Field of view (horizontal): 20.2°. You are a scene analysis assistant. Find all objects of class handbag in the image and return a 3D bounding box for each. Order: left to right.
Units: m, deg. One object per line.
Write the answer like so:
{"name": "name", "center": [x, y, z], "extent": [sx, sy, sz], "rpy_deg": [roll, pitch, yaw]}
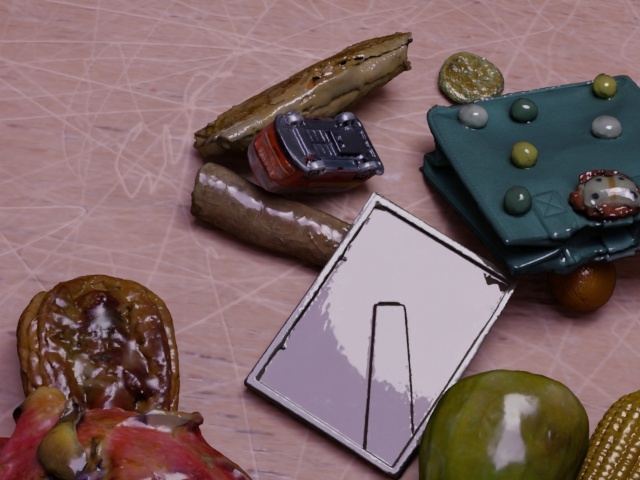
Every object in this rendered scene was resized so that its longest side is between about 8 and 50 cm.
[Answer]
{"name": "handbag", "center": [0.274, -0.084, 1.987], "extent": [0.268, 0.100, 0.274], "rpy_deg": [-9, 36, -15]}

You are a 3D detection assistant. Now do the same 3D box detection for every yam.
{"name": "yam", "center": [0.000, 0.000, 1.949], "extent": [0.299, 0.066, 0.066], "rpy_deg": [23, 54, 6]}

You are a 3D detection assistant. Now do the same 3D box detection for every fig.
{"name": "fig", "center": [0.160, 0.222, 1.764], "extent": [0.233, 0.167, 0.167], "rpy_deg": [-39, 69, -23]}

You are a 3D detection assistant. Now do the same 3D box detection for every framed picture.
{"name": "framed picture", "center": [0.067, 0.095, 1.873], "extent": [0.189, 0.023, 0.260], "rpy_deg": [31, 71, 8]}

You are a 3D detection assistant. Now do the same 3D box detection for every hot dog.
{"name": "hot dog", "center": [-0.222, 0.128, 1.799], "extent": [0.160, 0.099, 0.227], "rpy_deg": [-10, 60, -16]}

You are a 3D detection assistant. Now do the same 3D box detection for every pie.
{"name": "pie", "center": [-0.019, -0.157, 2.023], "extent": [0.282, 0.128, 0.068], "rpy_deg": [-26, 99, -24]}
{"name": "pie", "center": [0.179, -0.191, 2.143], "extent": [0.084, 0.021, 0.084], "rpy_deg": [7, 51, -9]}

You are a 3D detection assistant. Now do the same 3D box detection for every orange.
{"name": "orange", "center": [0.286, 0.037, 1.967], "extent": [0.085, 0.085, 0.085], "rpy_deg": [5, 54, -7]}

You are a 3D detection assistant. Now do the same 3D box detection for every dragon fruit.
{"name": "dragon fruit", "center": [-0.211, 0.250, 1.603], "extent": [0.314, 0.296, 0.263], "rpy_deg": [16, 21, -32]}

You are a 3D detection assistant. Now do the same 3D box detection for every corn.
{"name": "corn", "center": [0.294, 0.252, 1.808], "extent": [0.097, 0.097, 0.262], "rpy_deg": [30, 58, 11]}

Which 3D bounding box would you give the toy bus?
{"name": "toy bus", "center": [-0.010, -0.092, 1.961], "extent": [0.174, 0.077, 0.079], "rpy_deg": [-4, 65, -55]}
